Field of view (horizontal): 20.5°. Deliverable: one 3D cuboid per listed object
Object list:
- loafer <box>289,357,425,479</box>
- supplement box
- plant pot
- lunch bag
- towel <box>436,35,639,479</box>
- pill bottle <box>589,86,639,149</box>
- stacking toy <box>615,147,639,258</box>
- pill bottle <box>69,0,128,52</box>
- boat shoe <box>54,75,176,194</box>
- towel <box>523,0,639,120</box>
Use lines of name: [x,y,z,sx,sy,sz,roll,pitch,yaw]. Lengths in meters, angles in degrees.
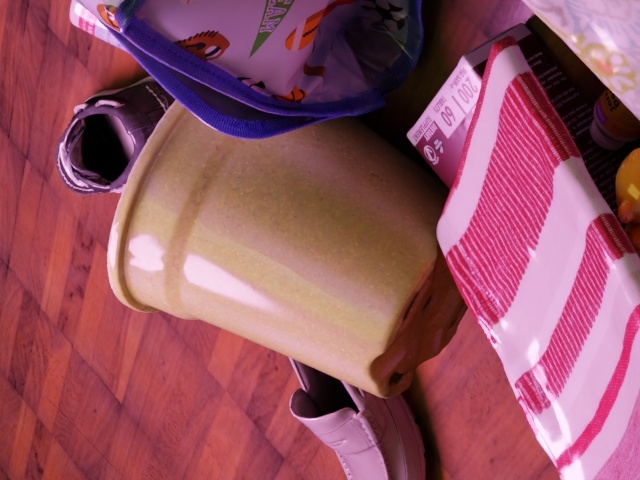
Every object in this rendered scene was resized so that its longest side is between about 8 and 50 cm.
loafer: [0.019,0.157,1.750,0.112,0.111,0.320,7,122,52]
supplement box: [0.185,-0.036,1.391,0.239,0.073,0.130,52,149,11]
plant pot: [0.000,0.000,1.538,0.254,0.276,0.276,30,140,20]
lunch bag: [-0.105,-0.260,1.385,0.328,0.239,0.385,44,-171,24]
towel: [0.170,0.050,1.261,0.237,0.037,0.329,102,150,-54]
pill bottle: [0.229,-0.101,1.301,0.043,0.043,0.083,50,147,15]
stacking toy: [0.264,0.067,1.241,0.165,0.175,0.302,6,127,51]
pill bottle: [-0.135,-0.197,1.568,0.160,0.087,0.087,27,144,2]
boat shoe: [-0.233,-0.106,1.901,0.114,0.091,0.302,59,149,-1]
towel: [0.268,-0.164,1.061,0.374,0.090,0.320,44,150,-9]
